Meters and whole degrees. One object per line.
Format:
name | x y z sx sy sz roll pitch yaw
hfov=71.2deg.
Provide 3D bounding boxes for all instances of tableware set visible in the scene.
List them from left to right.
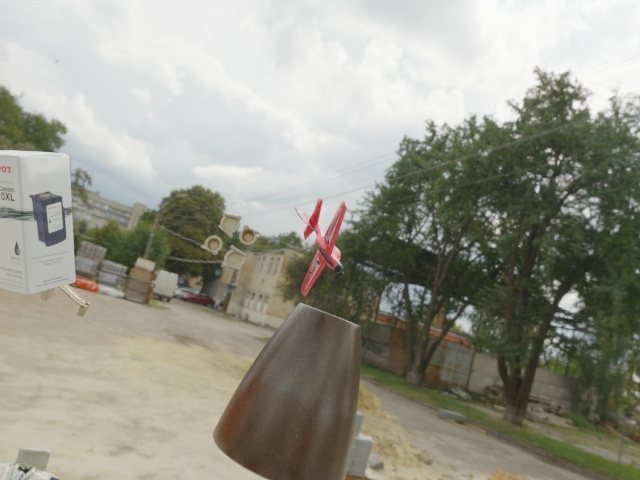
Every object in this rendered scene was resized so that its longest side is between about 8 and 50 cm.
tableware set | -0.276 0.001 1.391 0.141 0.169 0.020 29 -15 8

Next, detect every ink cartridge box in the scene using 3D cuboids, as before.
ink cartridge box | -0.544 -0.040 0.804 0.171 0.238 0.100 7 11 21

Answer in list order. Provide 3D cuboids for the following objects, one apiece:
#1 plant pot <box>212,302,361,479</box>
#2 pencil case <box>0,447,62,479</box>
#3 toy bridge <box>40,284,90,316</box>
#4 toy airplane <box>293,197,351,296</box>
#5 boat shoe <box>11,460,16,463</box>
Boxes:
plant pot | -0.025 0.225 0.705 0.215 0.231 0.215 20 -8 3
pencil case | -0.426 0.434 0.477 0.159 0.184 0.410 12 17 -12
toy bridge | -0.615 0.107 1.011 0.188 0.063 0.026 29 31 -12
toy airplane | 0.000 0.000 0.606 0.028 0.152 0.151 6 -4 -32
boat shoe | -0.715 0.683 1.021 0.099 0.320 0.116 -3 -9 -43
